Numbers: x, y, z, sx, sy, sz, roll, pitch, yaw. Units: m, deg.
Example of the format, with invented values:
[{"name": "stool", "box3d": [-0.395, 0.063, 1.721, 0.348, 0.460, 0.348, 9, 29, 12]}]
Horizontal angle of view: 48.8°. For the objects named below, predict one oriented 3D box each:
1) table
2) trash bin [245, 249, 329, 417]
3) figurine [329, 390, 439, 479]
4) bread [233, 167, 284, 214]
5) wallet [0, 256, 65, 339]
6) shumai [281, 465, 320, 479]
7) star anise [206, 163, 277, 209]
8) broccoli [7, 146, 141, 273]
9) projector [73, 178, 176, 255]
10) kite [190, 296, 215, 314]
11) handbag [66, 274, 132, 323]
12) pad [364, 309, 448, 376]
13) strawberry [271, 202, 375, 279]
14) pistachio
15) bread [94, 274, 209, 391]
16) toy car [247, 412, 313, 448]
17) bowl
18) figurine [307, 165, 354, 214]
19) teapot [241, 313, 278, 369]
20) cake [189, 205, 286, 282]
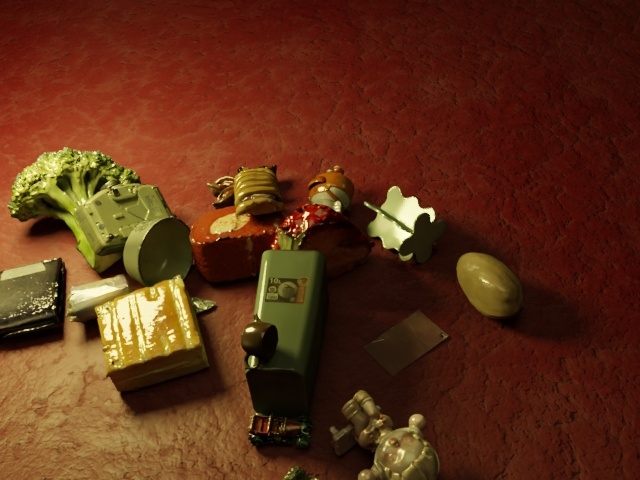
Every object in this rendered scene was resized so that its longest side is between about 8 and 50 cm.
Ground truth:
[{"name": "table", "box3d": [0.224, -0.049, 1.978, 0.167, 0.166, 0.198, -27, 41, -22]}, {"name": "trash bin", "box3d": [-0.072, 0.218, 1.672, 0.158, 0.222, 0.343, 1, 46, 5]}, {"name": "figurine", "box3d": [0.145, 0.451, 1.489, 0.182, 0.144, 0.257, -14, 39, -40]}, {"name": "bread", "box3d": [-0.176, -0.137, 1.964, 0.134, 0.081, 0.225, -4, 26, -9]}, {"name": "wallet", "box3d": [-0.803, 0.161, 1.899, 0.221, 0.071, 0.262, -15, 42, -4]}, {"name": "shumai", "box3d": [-0.042, 0.521, 1.469, 0.080, 0.082, 0.083, 33, 96, 21]}, {"name": "star anise", "box3d": [-0.235, -0.155, 2.157, 0.220, 0.098, 0.214, -10, 31, 1]}, {"name": "broccoli", "box3d": [-0.735, -0.090, 2.058, 0.353, 0.274, 0.396, -4, 59, 7]}, {"name": "projector", "box3d": [-0.545, -0.077, 1.985, 0.270, 0.088, 0.193, -22, 80, -50]}, {"name": "kite", "box3d": [-0.373, 0.217, 1.840, 0.229, 0.012, 0.250, -30, 50, -19]}, {"name": "handbag", "box3d": [-0.586, 0.151, 1.856, 0.173, 0.095, 0.117, -20, 18, -15]}, {"name": "pad", "box3d": [0.215, 0.255, 1.765, 0.188, 0.006, 0.113, -31, 52, -23]}, {"name": "strawberry", "box3d": [-0.005, -0.010, 1.868, 0.280, 0.253, 0.150, -25, 52, -23]}, {"name": "pistachio", "box3d": [0.436, 0.115, 1.813, 0.136, 0.135, 0.226, -21, 41, -17]}, {"name": "bread", "box3d": [-0.423, 0.229, 1.752, 0.239, 0.111, 0.246, -16, 49, -9]}, {"name": "toy car", "box3d": [-0.090, 0.423, 1.580, 0.143, 0.054, 0.073, 2, 46, 7]}, {"name": "bowl", "box3d": [-0.452, 0.031, 1.909, 0.112, 0.211, 0.211, 12, 46, 30]}, {"name": "figurine", "box3d": [0.026, -0.099, 2.063, 0.143, 0.143, 0.271, -2, 64, 2]}, {"name": "teapot", "box3d": [-0.138, 0.216, 1.496, 0.068, 0.076, 0.121, 8, 79, 24]}, {"name": "cake", "box3d": [-0.220, 0.002, 1.957, 0.283, 0.150, 0.177, -11, 31, -5]}]
